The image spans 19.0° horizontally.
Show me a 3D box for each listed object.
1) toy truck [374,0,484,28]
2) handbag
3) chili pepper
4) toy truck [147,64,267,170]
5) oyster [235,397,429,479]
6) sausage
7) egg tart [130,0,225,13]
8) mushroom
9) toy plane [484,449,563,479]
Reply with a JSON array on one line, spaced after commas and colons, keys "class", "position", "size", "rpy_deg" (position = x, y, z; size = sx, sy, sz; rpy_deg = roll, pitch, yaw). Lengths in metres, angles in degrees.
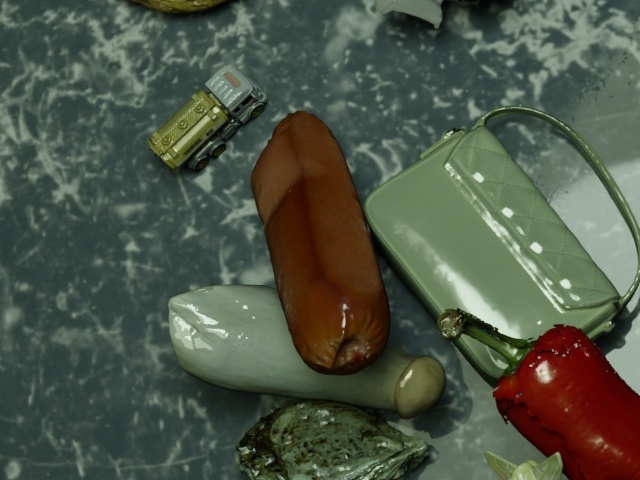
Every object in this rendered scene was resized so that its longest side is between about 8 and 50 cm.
[{"class": "toy truck", "position": [0.185, -0.298, 1.865], "size": [0.286, 0.111, 0.136], "rpy_deg": [-29, 39, 17]}, {"class": "handbag", "position": [0.186, -0.002, 1.814], "size": [0.219, 0.079, 0.256], "rpy_deg": [-35, 70, -3]}, {"class": "chili pepper", "position": [0.261, 0.179, 1.690], "size": [0.387, 0.110, 0.110], "rpy_deg": [42, 90, 0]}, {"class": "toy truck", "position": [-0.116, -0.122, 1.933], "size": [0.123, 0.063, 0.052], "rpy_deg": [-44, 69, 2]}, {"class": "oyster", "position": [0.005, 0.205, 1.822], "size": [0.177, 0.064, 0.125], "rpy_deg": [19, 67, 30]}, {"class": "sausage", "position": [0.000, 0.000, 1.796], "size": [0.097, 0.094, 0.348], "rpy_deg": [-56, 28, 28]}, {"class": "egg tart", "position": [-0.147, -0.406, 1.964], "size": [0.341, 0.129, 0.341], "rpy_deg": [-6, 75, 23]}, {"class": "mushroom", "position": [-0.009, 0.105, 1.820], "size": [0.270, 0.118, 0.103], "rpy_deg": [12, 98, 10]}, {"class": "toy plane", "position": [0.213, 0.302, 1.698], "size": [0.092, 0.229, 0.244], "rpy_deg": [-24, 98, -30]}]
